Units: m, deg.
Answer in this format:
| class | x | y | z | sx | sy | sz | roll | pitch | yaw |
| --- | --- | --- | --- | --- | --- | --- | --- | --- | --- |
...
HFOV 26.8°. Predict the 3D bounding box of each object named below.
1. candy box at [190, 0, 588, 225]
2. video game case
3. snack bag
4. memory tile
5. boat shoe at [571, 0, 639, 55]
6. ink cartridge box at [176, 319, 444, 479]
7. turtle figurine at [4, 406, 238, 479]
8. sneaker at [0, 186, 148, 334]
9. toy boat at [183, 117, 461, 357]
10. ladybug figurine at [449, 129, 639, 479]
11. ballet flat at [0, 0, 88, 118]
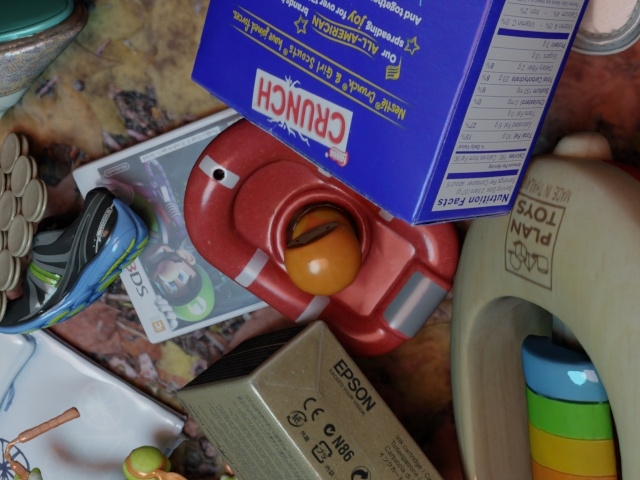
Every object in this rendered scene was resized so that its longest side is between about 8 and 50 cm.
| class | x | y | z | sx | sy | sz | roll | pitch | yaw |
| --- | --- | --- | --- | --- | --- | --- | --- | --- | --- |
| candy box | 0.059 | -0.208 | 0.943 | 0.268 | 0.122 | 0.317 | 36 | 117 | 39 |
| video game case | -0.100 | -0.014 | 1.167 | 0.190 | 0.022 | 0.173 | -19 | 102 | 19 |
| snack bag | -0.336 | 0.206 | 1.294 | 0.342 | 0.037 | 0.323 | 33 | 112 | 2 |
| memory tile | -0.277 | -0.011 | 1.180 | 0.012 | 0.113 | 0.148 | 8 | 120 | -36 |
| boat shoe | 0.195 | -0.288 | 0.956 | 0.118 | 0.103 | 0.321 | 5 | 109 | 13 |
| ink cartridge box | 0.004 | 0.188 | 1.118 | 0.235 | 0.088 | 0.193 | 53 | 157 | -7 |
| turtle figurine | -0.153 | 0.264 | 1.224 | 0.269 | 0.087 | 0.217 | 3 | 121 | -12 |
| sneaker | -0.225 | 0.020 | 1.178 | 0.188 | 0.067 | 0.078 | -41 | 80 | 31 |
| toy boat | 0.000 | 0.000 | 1.058 | 0.231 | 0.151 | 0.151 | 35 | 100 | -7 |
| ladybug figurine | 0.228 | 0.134 | 1.018 | 0.161 | 0.305 | 0.450 | -14 | 111 | -25 |
| ballet flat | -0.328 | -0.146 | 1.153 | 0.316 | 0.108 | 0.106 | -1 | 128 | 20 |
